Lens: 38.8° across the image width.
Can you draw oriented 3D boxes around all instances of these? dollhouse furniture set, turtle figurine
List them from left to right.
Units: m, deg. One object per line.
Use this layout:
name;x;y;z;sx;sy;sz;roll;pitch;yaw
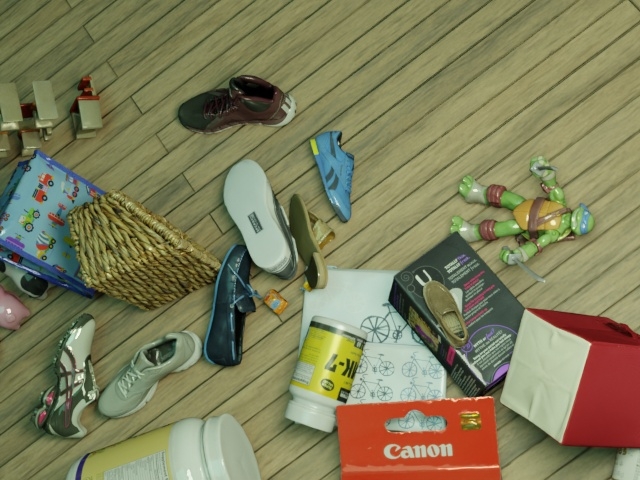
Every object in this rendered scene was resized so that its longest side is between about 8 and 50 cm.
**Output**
dollhouse furniture set;-0.647;-0.300;2.096;0.259;0.262;0.135;-9;81;-28
turtle figurine;0.372;-0.060;1.755;0.266;0.275;0.197;5;109;39

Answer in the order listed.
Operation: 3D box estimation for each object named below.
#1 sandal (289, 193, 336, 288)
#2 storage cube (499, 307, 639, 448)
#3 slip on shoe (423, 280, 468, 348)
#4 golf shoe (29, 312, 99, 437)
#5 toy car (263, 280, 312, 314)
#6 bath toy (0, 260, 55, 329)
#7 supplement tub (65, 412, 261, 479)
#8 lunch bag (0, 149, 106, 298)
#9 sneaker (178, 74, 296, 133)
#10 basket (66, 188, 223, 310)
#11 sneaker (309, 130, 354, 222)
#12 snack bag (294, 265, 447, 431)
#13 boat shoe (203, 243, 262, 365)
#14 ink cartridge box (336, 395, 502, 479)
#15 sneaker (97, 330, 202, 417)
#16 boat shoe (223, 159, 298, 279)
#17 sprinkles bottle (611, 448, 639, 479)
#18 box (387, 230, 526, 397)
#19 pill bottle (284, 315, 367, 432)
sandal;-0.002;0.004;1.929;0.079;0.088;0.240;2;49;-23
storage cube;0.461;0.242;1.595;0.184;0.193;0.215;32;111;61
slip on shoe;0.229;0.131;1.654;0.051;0.041;0.135;-19;70;-6
golf shoe;-0.529;0.296;1.987;0.120;0.105;0.273;18;87;3
toy car;-0.073;0.105;1.917;0.122;0.040;0.060;-38;58;18
bath toy;-0.726;0.126;2.057;0.151;0.129;0.348;34;87;22
supplement tub;-0.305;0.490;1.786;0.331;0.241;0.241;-21;71;8
lunch bag;-0.555;-0.023;1.990;0.138;0.293;0.221;-14;51;54
sneaker;-0.205;-0.317;2.016;0.281;0.162;0.106;-4;74;14
basket;-0.355;-0.006;1.902;0.223;0.299;0.213;-24;69;10
sneaker;0.042;-0.142;1.954;0.082;0.069;0.209;-19;71;6
snack bag;0.108;0.214;1.858;0.323;0.037;0.342;2;76;16
boat shoe;-0.171;0.139;1.928;0.089;0.109;0.258;11;95;24
ink cartridge box;0.186;0.492;1.672;0.308;0.091;0.385;-5;88;9
sneaker;-0.380;0.275;1.927;0.262;0.121;0.099;-41;68;2
boat shoe;-0.120;-0.043;1.957;0.108;0.102;0.301;-33;54;9
sprinkles bottle;0.601;0.357;1.639;0.121;0.121;0.355;12;79;18
box;0.278;0.147;1.747;0.165;0.143;0.270;-34;73;-13
pill bottle;0.008;0.263;1.791;0.119;0.119;0.208;16;81;18
